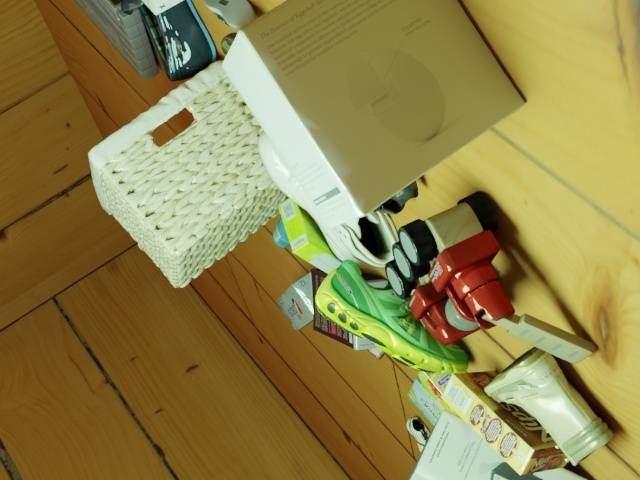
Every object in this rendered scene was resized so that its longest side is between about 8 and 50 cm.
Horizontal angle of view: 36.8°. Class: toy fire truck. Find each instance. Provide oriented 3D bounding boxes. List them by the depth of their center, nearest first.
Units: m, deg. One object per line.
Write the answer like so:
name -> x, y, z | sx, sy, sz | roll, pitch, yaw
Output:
toy fire truck -> 0.218, 0.082, 1.265 | 0.246, 0.158, 0.217 | 62, 167, 17

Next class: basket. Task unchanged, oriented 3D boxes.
basket -> -0.249, -0.120, 1.919 | 0.266, 0.328, 0.331 | 50, 164, 8

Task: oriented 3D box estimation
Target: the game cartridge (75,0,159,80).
game cartridge -> -0.516, -0.567, 2.322 | 0.355, 0.068, 0.230 | 48, 167, 26

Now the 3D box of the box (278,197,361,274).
box -> 0.000, 0.000, 1.728 | 0.178, 0.042, 0.109 | 34, -150, -50

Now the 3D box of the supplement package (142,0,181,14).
supplement package -> -0.288, -0.508, 1.569 | 0.244, 0.133, 0.139 | 48, 163, 29

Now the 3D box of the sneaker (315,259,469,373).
sneaker -> 0.136, 0.130, 1.592 | 0.295, 0.124, 0.109 | 32, 164, -16

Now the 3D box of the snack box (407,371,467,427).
snack box -> 0.256, 0.319, 1.741 | 0.207, 0.070, 0.174 | 52, 163, 17

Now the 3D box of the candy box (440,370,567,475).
candy box -> 0.286, 0.275, 1.474 | 0.186, 0.109, 0.053 | 41, 118, 43

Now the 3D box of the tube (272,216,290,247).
tube -> -0.059, -0.038, 2.031 | 0.080, 0.052, 0.207 | 50, 160, 4

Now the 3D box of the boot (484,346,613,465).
boot -> 0.322, 0.241, 1.366 | 0.165, 0.077, 0.213 | 50, 164, 11

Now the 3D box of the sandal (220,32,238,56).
sandal -> -0.071, -0.260, 1.536 | 0.219, 0.060, 0.090 | 44, 159, -30

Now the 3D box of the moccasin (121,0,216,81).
moccasin -> -0.323, -0.461, 1.813 | 0.342, 0.116, 0.137 | 58, 165, -9

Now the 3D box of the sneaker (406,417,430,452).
sneaker -> 0.231, 0.442, 2.148 | 0.109, 0.040, 0.044 | 51, 163, 16

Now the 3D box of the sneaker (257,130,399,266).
sneaker -> 0.025, -0.077, 1.587 | 0.292, 0.108, 0.169 | 50, 166, -19

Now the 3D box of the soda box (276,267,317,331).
soda box -> -0.021, 0.129, 2.158 | 0.091, 0.098, 0.286 | 56, 165, 4

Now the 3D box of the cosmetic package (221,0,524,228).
cosmetic package -> 0.051, -0.169, 1.039 | 0.225, 0.224, 0.138 | 57, 165, -4

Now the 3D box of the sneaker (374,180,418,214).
sneaker -> 0.078, -0.083, 1.430 | 0.106, 0.078, 0.234 | 61, 163, -8

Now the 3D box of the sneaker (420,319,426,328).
sneaker -> 0.173, 0.065, 1.491 | 0.086, 0.064, 0.192 | 58, 166, 20

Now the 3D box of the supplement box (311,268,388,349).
supplement box -> 0.054, 0.128, 1.876 | 0.239, 0.073, 0.130 | -166, 73, -68

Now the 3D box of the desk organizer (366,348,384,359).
desk organizer -> 0.092, 0.187, 2.018 | 0.130, 0.050, 0.047 | 38, -164, 8

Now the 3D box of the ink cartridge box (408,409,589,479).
ink cartridge box -> 0.286, 0.400, 1.537 | 0.272, 0.114, 0.197 | 26, 158, 10

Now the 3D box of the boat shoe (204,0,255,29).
boat shoe -> -0.141, -0.373, 1.579 | 0.040, 0.049, 0.142 | 44, 179, -44
